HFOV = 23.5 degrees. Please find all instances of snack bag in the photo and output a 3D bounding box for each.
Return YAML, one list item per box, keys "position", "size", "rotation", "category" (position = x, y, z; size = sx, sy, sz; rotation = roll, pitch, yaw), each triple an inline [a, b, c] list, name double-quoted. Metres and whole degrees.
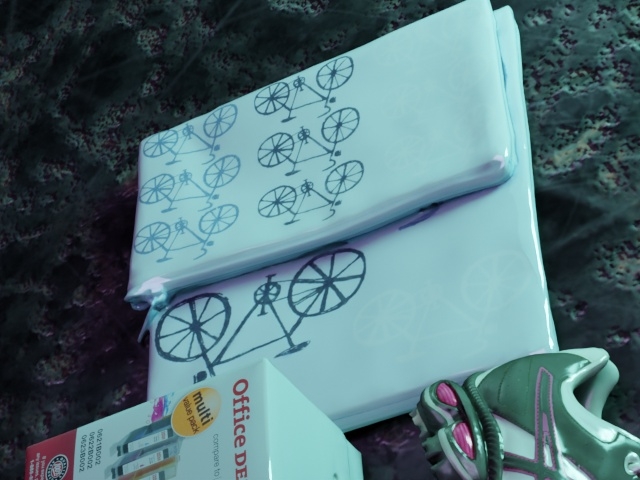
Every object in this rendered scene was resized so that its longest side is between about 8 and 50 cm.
- position: [0.000, 0.000, 1.089]
  size: [0.323, 0.037, 0.343]
  rotation: [-19, 47, 21]
  category: "snack bag"

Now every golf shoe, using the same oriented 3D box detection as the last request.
- position: [0.138, 0.162, 0.815]
  size: [0.120, 0.105, 0.273]
  rotation: [-25, 45, 6]
  category: "golf shoe"

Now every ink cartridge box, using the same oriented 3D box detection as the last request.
- position: [-0.073, 0.176, 0.929]
  size: [0.176, 0.127, 0.128]
  rotation: [-22, 46, 18]
  category: "ink cartridge box"
